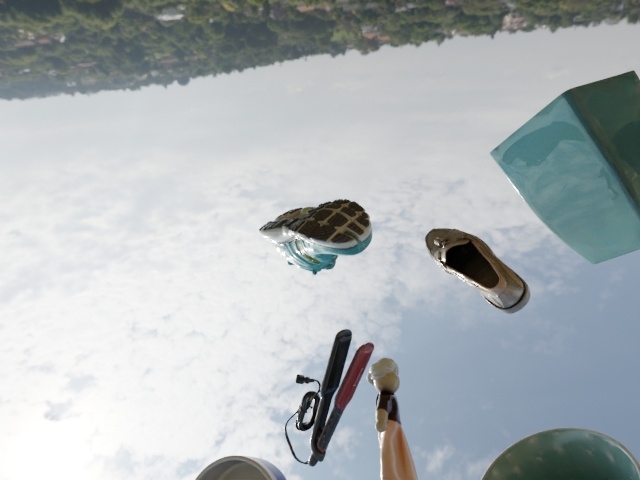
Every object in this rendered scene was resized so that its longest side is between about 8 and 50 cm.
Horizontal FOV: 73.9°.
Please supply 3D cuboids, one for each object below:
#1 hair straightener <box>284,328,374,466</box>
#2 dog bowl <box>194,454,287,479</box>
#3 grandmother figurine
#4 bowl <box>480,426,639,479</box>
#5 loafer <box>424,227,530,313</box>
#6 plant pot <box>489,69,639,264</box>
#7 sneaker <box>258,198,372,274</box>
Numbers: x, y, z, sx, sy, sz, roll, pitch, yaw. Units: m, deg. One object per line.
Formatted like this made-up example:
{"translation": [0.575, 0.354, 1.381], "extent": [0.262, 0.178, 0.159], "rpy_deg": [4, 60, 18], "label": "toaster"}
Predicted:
{"translation": [0.002, 0.232, 0.631], "extent": [0.089, 0.230, 0.047], "rpy_deg": [28, -162, 35], "label": "hair straightener"}
{"translation": [-0.199, 0.673, 1.038], "extent": [0.265, 0.104, 0.264], "rpy_deg": [-9, -120, 16], "label": "dog bowl"}
{"translation": [0.179, 0.470, 1.083], "extent": [0.104, 0.207, 0.342], "rpy_deg": [-4, -126, 5], "label": "grandmother figurine"}
{"translation": [0.469, 0.523, 0.790], "extent": [0.312, 0.163, 0.311], "rpy_deg": [-35, -176, 3], "label": "bowl"}
{"translation": [0.132, 0.016, 0.384], "extent": [0.045, 0.039, 0.125], "rpy_deg": [-52, -146, 9], "label": "loafer"}
{"translation": [0.421, -0.096, 0.647], "extent": [0.166, 0.234, 0.165], "rpy_deg": [-20, 168, -23], "label": "plant pot"}
{"translation": [0.000, 0.000, 0.711], "extent": [0.107, 0.109, 0.275], "rpy_deg": [-36, -162, -25], "label": "sneaker"}
